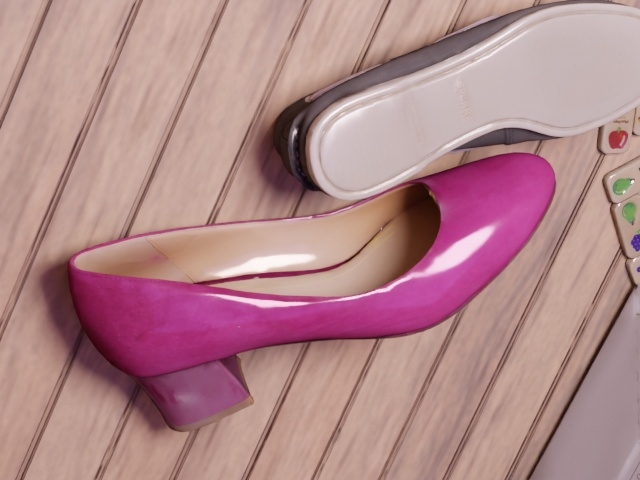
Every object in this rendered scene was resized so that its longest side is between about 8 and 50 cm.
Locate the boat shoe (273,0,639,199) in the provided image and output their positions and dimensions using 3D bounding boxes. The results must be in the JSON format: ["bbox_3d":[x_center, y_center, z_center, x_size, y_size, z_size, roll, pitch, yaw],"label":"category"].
[{"bbox_3d":[0.118,-0.123,1.249,0.335,0.095,0.112,-19,114,-20],"label":"boat shoe"}]

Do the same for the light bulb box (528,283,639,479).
[{"bbox_3d":[0.388,0.281,1.428,0.361,0.225,0.358,21,103,-27],"label":"light bulb box"}]

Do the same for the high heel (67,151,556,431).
[{"bbox_3d":[0.000,0.000,1.209,0.377,0.127,0.181,-33,129,-4],"label":"high heel"}]

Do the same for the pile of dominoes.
[{"bbox_3d":[0.362,-0.090,1.380,0.251,0.040,0.196,-29,118,-10],"label":"pile of dominoes"}]
